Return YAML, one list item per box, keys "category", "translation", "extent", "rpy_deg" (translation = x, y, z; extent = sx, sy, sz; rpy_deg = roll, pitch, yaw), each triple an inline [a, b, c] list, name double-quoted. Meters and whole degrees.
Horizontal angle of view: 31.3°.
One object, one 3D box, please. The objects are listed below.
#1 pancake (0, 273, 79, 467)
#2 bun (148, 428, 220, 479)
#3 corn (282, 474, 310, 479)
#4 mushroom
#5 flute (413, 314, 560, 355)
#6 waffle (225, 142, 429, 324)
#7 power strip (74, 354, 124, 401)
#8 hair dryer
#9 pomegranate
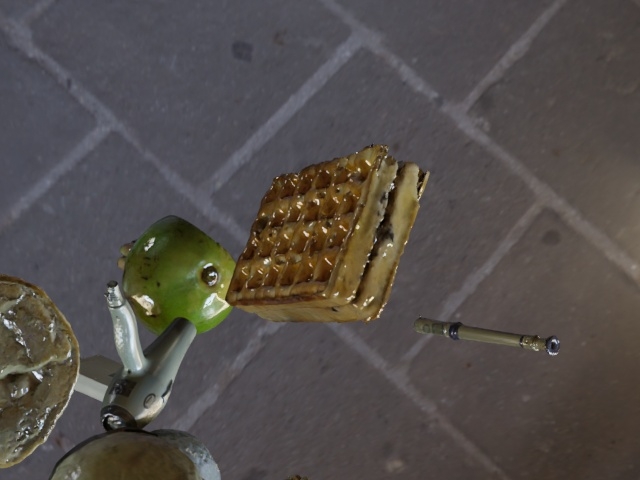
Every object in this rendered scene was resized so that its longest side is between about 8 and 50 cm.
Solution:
- category: "pancake"
  translation: [-0.262, 0.099, 0.878]
  extent: [0.158, 0.028, 0.158]
  rpy_deg: [0, 98, -3]
- category: "bun"
  translation: [-0.271, 0.416, 1.557]
  extent: [0.354, 0.354, 0.194]
  rpy_deg: [-36, 69, -17]
- category: "corn"
  translation: [-0.055, 0.457, 1.730]
  extent: [0.092, 0.280, 0.092]
  rpy_deg: [3, 111, 9]
- category: "mushroom"
  translation: [-0.169, 0.326, 1.118]
  extent: [0.189, 0.164, 0.267]
  rpy_deg: [-7, 92, -32]
- category: "flute"
  translation: [0.211, 0.124, 1.500]
  extent: [0.027, 0.233, 0.027]
  rpy_deg: [-4, 96, -43]
- category: "waffle"
  translation: [0.001, 0.000, 1.480]
  extent: [0.091, 0.308, 0.213]
  rpy_deg: [29, 72, -25]
- category: "power strip"
  translation: [-0.327, 0.222, 1.796]
  extent: [0.081, 0.192, 0.035]
  rpy_deg: [-16, 112, -46]
- category: "hair dryer"
  translation: [-0.241, 0.140, 1.607]
  extent: [0.088, 0.219, 0.225]
  rpy_deg: [5, 105, 19]
- category: "pomegranate"
  translation: [-0.256, 0.060, 1.848]
  extent: [0.240, 0.190, 0.159]
  rpy_deg: [34, 65, 20]
